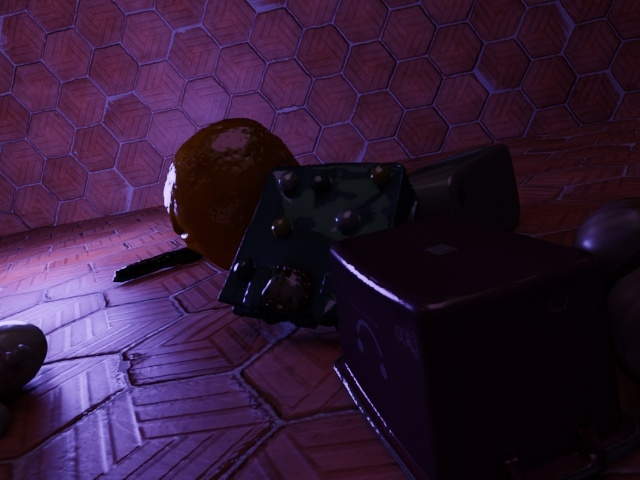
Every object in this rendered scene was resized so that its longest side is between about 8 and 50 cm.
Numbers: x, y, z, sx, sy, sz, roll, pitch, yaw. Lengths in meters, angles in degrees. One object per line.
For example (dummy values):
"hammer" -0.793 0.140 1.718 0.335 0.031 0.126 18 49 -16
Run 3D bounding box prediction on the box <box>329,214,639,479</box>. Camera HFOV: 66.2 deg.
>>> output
"box" 0.124 0.082 0.472 0.193 0.167 0.294 -13 14 -14

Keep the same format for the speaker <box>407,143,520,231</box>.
"speaker" 0.246 -0.066 0.956 0.184 0.183 0.406 -8 12 35

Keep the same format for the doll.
"doll" -0.462 0.173 0.683 0.155 0.113 0.275 -17 16 -11

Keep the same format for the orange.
"orange" -0.174 -0.085 1.061 0.293 0.340 0.340 -37 18 -7

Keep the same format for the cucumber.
"cucumber" -0.407 0.056 1.264 0.256 0.043 0.044 -19 11 -27

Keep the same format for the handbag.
"handbag" -0.001 -0.004 0.742 0.268 0.100 0.274 5 60 30

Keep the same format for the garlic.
"garlic" 0.306 0.062 0.394 0.214 0.191 0.160 5 48 50
